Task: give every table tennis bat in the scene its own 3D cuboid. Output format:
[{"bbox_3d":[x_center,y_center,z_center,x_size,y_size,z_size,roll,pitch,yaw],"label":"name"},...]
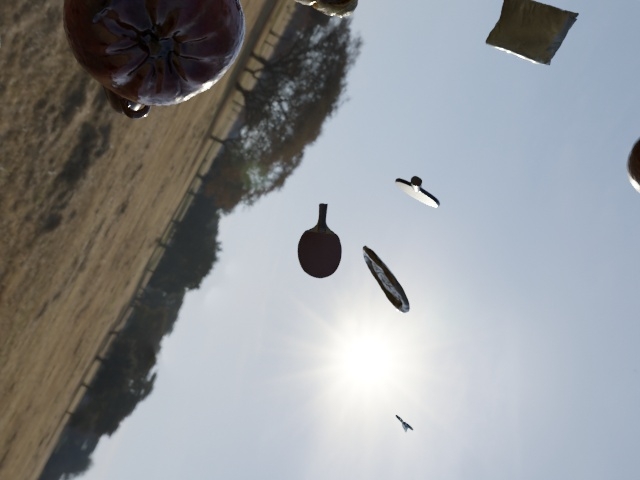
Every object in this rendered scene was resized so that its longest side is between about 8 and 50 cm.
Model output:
[{"bbox_3d":[0.278,-0.145,1.748,0.027,0.150,0.236,-59,168,-2],"label":"table tennis bat"},{"bbox_3d":[0.000,0.000,1.746,0.019,0.130,0.221,146,-50,-71],"label":"table tennis bat"}]

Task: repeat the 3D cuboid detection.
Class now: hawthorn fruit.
[{"bbox_3d":[-0.381,-0.523,1.373,0.403,0.402,0.403,-58,-168,19],"label":"hawthorn fruit"}]

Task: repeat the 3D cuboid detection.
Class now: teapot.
[{"bbox_3d":[-0.511,-0.420,1.629,0.252,0.135,0.178,59,-19,29],"label":"teapot"}]

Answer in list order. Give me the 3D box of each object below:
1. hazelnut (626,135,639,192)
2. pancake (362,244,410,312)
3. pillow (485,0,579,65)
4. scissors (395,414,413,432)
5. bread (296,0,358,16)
[{"bbox_3d":[0.600,-0.118,1.033,0.143,0.154,0.143,-51,-153,39],"label":"hazelnut"},{"bbox_3d":[0.198,0.116,1.870,0.031,0.250,0.250,-33,-171,-6],"label":"pancake"},{"bbox_3d":[0.493,-0.494,1.423,0.077,0.181,0.134,14,104,-62],"label":"pillow"},{"bbox_3d":[0.218,0.479,1.571,0.014,0.058,0.119,-48,155,-15],"label":"scissors"},{"bbox_3d":[0.005,-0.719,1.649,0.120,0.236,0.199,144,-46,-59],"label":"bread"}]
